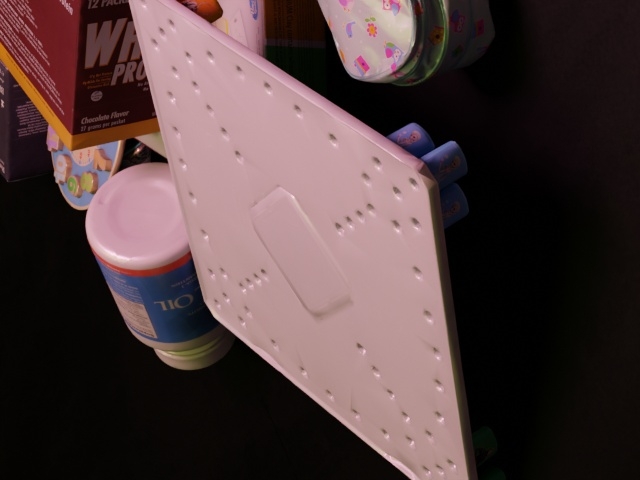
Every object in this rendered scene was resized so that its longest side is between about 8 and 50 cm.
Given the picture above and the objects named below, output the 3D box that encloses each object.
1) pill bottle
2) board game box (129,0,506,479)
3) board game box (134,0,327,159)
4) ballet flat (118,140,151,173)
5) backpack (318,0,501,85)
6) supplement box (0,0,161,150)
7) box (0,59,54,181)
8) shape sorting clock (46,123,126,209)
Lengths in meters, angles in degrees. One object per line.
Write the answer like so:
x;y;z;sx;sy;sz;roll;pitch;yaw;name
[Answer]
-0.147;0.033;1.983;0.124;0.124;0.221;54;170;34;pill bottle
0.000;0.000;1.678;0.390;0.050;0.390;36;149;40;board game box
-0.101;-0.177;1.905;0.316;0.064;0.242;33;131;52;board game box
-0.204;-0.088;2.176;0.114;0.041;0.041;-9;95;62;ballet flat
0.059;-0.210;1.544;0.152;0.115;0.182;-22;86;59;backpack
-0.211;-0.224;1.875;0.191;0.129;0.194;49;143;40;supplement box
-0.357;-0.179;2.347;0.156;0.093;0.158;46;141;43;box
-0.258;-0.136;2.189;0.206;0.040;0.206;-177;90;-65;shape sorting clock
